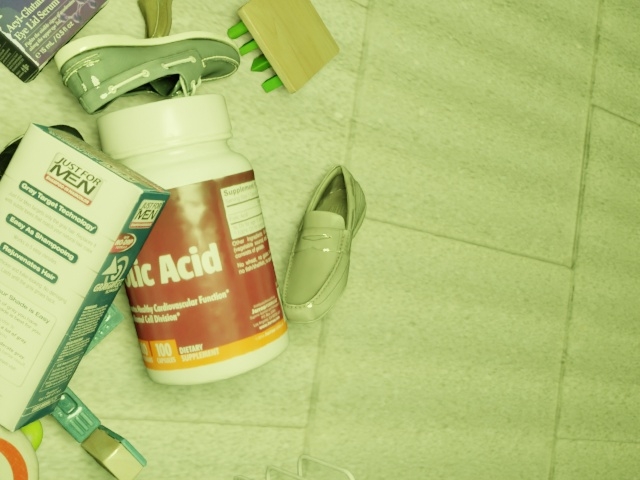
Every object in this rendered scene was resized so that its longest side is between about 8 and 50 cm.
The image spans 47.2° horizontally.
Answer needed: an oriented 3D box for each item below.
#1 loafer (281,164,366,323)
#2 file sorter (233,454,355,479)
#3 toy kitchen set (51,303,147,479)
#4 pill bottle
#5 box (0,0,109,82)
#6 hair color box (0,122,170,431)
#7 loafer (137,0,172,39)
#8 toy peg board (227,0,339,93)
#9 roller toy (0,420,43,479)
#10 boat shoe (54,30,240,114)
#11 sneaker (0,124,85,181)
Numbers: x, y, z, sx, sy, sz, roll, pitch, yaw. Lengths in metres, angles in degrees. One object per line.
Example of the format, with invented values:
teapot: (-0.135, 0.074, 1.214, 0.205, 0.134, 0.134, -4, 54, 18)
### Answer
loafer: (0.000, 0.000, 1.226, 0.319, 0.112, 0.111, -72, 151, -44)
file sorter: (-0.093, 0.470, 1.165, 0.278, 0.193, 0.173, -7, 90, -33)
toy kitchen set: (-0.307, 0.214, 1.070, 0.166, 0.122, 0.207, -46, 112, -25)
pill bottle: (-0.191, -0.005, 1.087, 0.224, 0.224, 0.392, -17, 98, -32)
box: (-0.428, -0.349, 1.010, 0.207, 0.108, 0.153, 44, 68, -25)
hair color box: (-0.357, 0.046, 0.942, 0.174, 0.105, 0.347, 31, 96, 7)
loafer: (-0.262, -0.363, 1.151, 0.050, 0.056, 0.148, 14, 72, -31)
toy peg board: (-0.072, -0.350, 1.270, 0.161, 0.079, 0.160, 56, 47, -20)
roller toy: (-0.481, 0.305, 0.942, 0.209, 0.146, 0.191, 11, 85, -43)
boat shoe: (-0.236, -0.243, 1.094, 0.319, 0.116, 0.099, -18, 81, -49)
sneaker: (-0.427, -0.063, 0.996, 0.283, 0.124, 0.107, -43, 111, -26)
